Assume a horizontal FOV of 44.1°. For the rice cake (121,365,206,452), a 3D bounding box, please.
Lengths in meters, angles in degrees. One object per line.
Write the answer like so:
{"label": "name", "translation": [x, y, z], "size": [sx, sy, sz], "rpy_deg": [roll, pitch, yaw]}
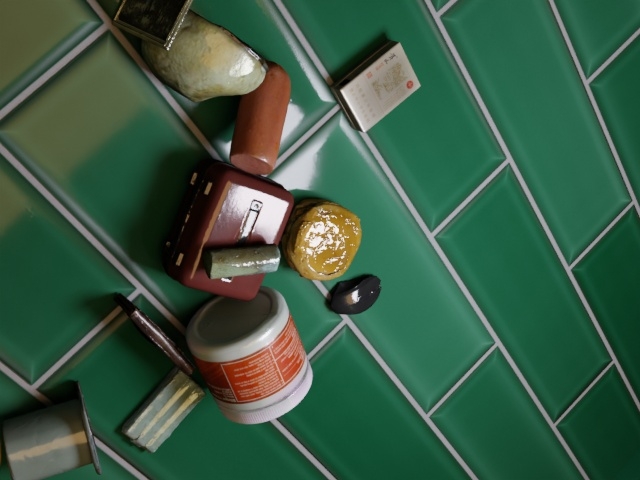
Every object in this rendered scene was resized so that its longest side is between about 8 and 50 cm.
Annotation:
{"label": "rice cake", "translation": [-0.389, 0.423, 1.960], "size": [0.211, 0.038, 0.124], "rpy_deg": [-44, 124, -8]}

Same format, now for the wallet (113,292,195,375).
{"label": "wallet", "translation": [-0.385, 0.219, 1.834], "size": [0.042, 0.124, 0.230], "rpy_deg": [-47, 125, -13]}

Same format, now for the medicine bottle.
{"label": "medicine bottle", "translation": [-0.170, 0.270, 1.902], "size": [0.252, 0.252, 0.241], "rpy_deg": [-29, 120, -18]}

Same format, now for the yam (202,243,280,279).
{"label": "yam", "translation": [-0.170, 0.045, 1.732], "size": [0.169, 0.068, 0.068], "rpy_deg": [-7, 111, -29]}

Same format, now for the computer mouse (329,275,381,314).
{"label": "computer mouse", "translation": [0.104, 0.150, 2.135], "size": [0.172, 0.057, 0.099], "rpy_deg": [-21, 116, -26]}

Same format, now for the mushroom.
{"label": "mushroom", "translation": [-0.252, -0.374, 1.650], "size": [0.267, 0.189, 0.164], "rpy_deg": [35, 92, -34]}

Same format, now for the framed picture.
{"label": "framed picture", "translation": [-0.334, -0.470, 1.577], "size": [0.011, 0.183, 0.142], "rpy_deg": [22, 97, -58]}

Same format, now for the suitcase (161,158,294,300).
{"label": "suitcase", "translation": [-0.213, -0.021, 1.823], "size": [0.236, 0.161, 0.297], "rpy_deg": [17, 98, -35]}

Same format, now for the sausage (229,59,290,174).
{"label": "sausage", "translation": [-0.131, -0.284, 1.770], "size": [0.113, 0.113, 0.259], "rpy_deg": [21, 70, -34]}

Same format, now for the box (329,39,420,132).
{"label": "box", "translation": [0.137, -0.381, 1.956], "size": [0.201, 0.058, 0.141], "rpy_deg": [-41, 123, -10]}

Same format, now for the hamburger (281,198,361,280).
{"label": "hamburger", "translation": [0.001, 0.001, 1.996], "size": [0.213, 0.108, 0.214], "rpy_deg": [-9, 107, -29]}

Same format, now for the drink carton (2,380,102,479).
{"label": "drink carton", "translation": [-0.601, 0.445, 1.764], "size": [0.189, 0.191, 0.186], "rpy_deg": [-10, 115, -20]}
